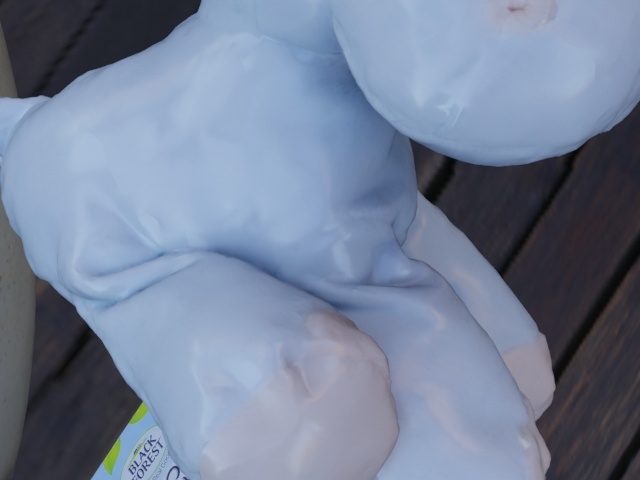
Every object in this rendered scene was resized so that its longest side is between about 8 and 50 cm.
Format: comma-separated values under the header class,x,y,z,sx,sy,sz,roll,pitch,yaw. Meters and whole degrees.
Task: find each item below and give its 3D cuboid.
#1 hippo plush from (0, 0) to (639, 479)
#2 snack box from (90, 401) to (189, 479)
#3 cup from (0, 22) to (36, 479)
class,x,y,z,sx,sy,sz,roll,pitch,yaw
hippo plush,0.014,-0.054,0.693,0.294,0.234,0.236,40,108,29
snack box,-0.053,0.185,1.166,0.207,0.070,0.174,42,103,39
cup,-0.272,-0.041,0.866,0.331,0.331,0.237,21,103,11
